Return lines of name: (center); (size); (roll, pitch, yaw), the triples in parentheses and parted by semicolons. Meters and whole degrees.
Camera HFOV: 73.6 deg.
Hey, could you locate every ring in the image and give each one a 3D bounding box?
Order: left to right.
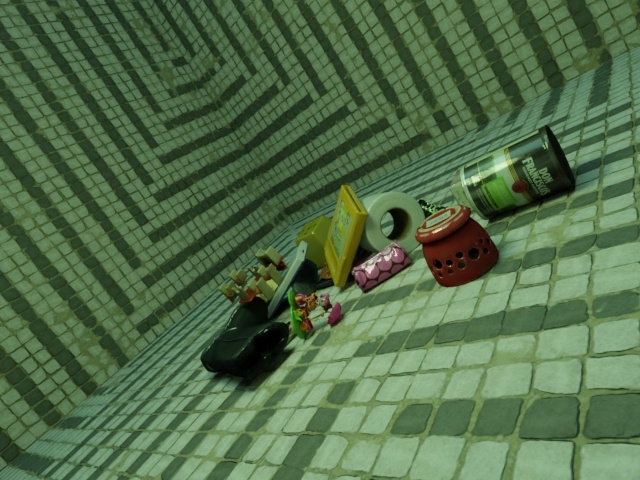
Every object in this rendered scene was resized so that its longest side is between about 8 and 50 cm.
ring: (0.134, 0.059, 1.893); (0.336, 0.032, 0.336); (-34, 10, 7)

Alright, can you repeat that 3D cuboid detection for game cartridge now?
game cartridge: (0.088, -0.023, 1.702); (0.285, 0.052, 0.324); (-110, 33, -61)

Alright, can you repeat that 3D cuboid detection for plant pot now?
plant pot: (0.000, 0.000, 2.182); (0.212, 0.187, 0.212); (-22, 28, 43)
plant pot: (0.373, 0.009, 1.205); (0.191, 0.174, 0.191); (-33, 13, 8)

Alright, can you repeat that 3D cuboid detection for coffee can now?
coffee can: (0.617, -0.207, 1.356); (0.275, 0.202, 0.201); (-26, 13, 37)

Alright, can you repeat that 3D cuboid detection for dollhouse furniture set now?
dollhouse furniture set: (-0.249, 0.159, 1.781); (0.262, 0.135, 0.259); (-12, 35, 43)

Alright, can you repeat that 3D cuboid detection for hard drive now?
hard drive: (-0.151, 0.174, 1.926); (0.319, 0.040, 0.210); (-60, 8, 20)

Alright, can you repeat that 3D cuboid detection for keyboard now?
keyboard: (0.118, 0.105, 1.910); (0.201, 0.033, 0.317); (-25, 15, 43)

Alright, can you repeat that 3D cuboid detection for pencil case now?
pencil case: (0.210, 0.090, 1.517); (0.209, 0.098, 0.095); (-34, 11, 1)

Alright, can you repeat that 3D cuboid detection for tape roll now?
tape roll: (0.259, -0.064, 1.661); (0.246, 0.246, 0.169); (-35, 11, -10)

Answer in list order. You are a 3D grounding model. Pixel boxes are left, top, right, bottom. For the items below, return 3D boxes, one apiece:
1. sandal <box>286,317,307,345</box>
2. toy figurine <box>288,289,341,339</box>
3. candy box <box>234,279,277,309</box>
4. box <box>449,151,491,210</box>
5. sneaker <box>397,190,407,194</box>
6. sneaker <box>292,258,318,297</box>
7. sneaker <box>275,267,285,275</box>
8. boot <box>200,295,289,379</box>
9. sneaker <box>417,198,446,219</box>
sandal: (-0.110, 0.323, 1.556); (0.180, 0.049, 0.072); (-43, 13, -36)
toy figurine: (-0.010, 0.231, 1.444); (0.159, 0.173, 0.130); (-17, -3, 13)
candy box: (-0.309, 0.271, 2.023); (0.183, 0.087, 0.316); (-56, 8, -19)
box: (0.609, -0.225, 1.659); (0.148, 0.127, 0.232); (-26, 13, 35)
sneaker: (0.394, -0.172, 1.982); (0.094, 0.153, 0.235); (-25, 14, 30)
sneaker: (-0.084, 0.202, 1.952); (0.131, 0.112, 0.319); (-55, 5, 21)
sneaker: (-0.232, 0.222, 2.267); (0.108, 0.121, 0.302); (-64, 6, -27)
boot: (-0.245, 0.332, 1.574); (0.367, 0.146, 0.445); (-55, 13, -30)
sneaker: (0.433, -0.123, 1.772); (0.084, 0.097, 0.234); (-40, 20, -30)
